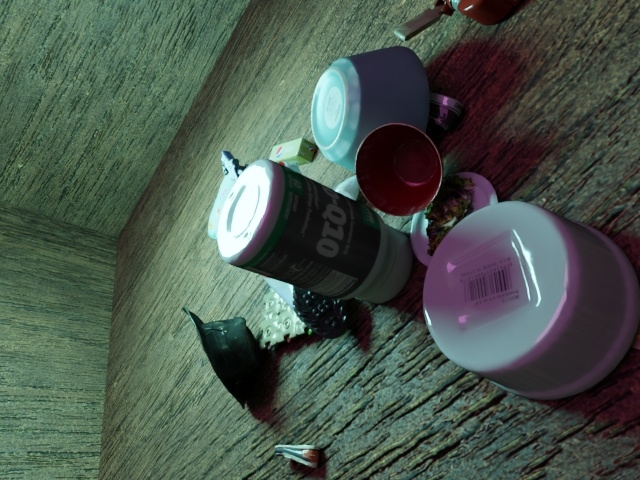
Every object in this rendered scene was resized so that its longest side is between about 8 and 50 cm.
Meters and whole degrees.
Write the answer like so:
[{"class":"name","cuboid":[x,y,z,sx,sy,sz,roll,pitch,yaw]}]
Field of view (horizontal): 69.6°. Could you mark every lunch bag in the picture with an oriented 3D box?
[{"class":"lunch bag","cuboid":[-0.276,-0.110,1.589,0.224,0.108,0.279,16,87,51]}]

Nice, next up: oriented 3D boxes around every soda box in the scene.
[{"class":"soda box","cuboid":[-0.092,-0.276,1.472,0.181,0.058,0.061,1,73,55]}]

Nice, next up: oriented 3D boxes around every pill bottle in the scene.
[{"class":"pill bottle","cuboid":[0.000,0.000,0.911,0.204,0.361,0.204,-31,49,43]}]

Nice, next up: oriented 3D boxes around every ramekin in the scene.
[{"class":"ramekin","cuboid":[0.281,0.077,0.669,0.277,0.135,0.277,-36,43,42]}]

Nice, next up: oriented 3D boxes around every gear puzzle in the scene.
[{"class":"gear puzzle","cuboid":[-0.037,0.164,1.166,0.339,0.044,0.175,-29,48,40]}]

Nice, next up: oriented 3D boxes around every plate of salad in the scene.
[{"class":"plate of salad","cuboid":[0.243,-0.042,0.880,0.200,0.048,0.199,-32,48,43]}]

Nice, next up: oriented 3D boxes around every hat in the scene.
[{"class":"hat","cuboid":[-0.244,0.283,1.259,0.134,0.331,0.331,-32,32,-13]}]

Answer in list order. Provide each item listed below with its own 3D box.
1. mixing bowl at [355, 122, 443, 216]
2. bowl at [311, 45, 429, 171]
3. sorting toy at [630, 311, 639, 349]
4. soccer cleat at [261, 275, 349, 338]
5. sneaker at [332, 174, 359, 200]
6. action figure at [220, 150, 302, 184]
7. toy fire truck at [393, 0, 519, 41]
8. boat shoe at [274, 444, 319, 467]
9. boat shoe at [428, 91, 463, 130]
[{"class":"mixing bowl","cuboid":[0.171,-0.146,0.919,0.181,0.098,0.181,13,114,31]},{"class":"bowl","cuboid":[0.085,-0.289,1.047,0.311,0.163,0.311,178,90,-65]},{"class":"sorting toy","cuboid":[0.414,0.098,0.592,0.062,0.012,0.083,17,86,57]},{"class":"soccer cleat","cuboid":[-0.046,0.117,1.084,0.108,0.116,0.318,-41,60,-14]},{"class":"sneaker","cuboid":[0.040,-0.099,1.187,0.212,0.080,0.094,-32,21,52]},{"class":"action figure","cuboid":[-0.147,-0.099,1.270,0.341,0.178,0.330,56,136,21]},{"class":"toy fire truck","cuboid":[0.300,-0.526,1.003,0.246,0.158,0.217,-61,33,31]},{"class":"boat shoe","cuboid":[-0.054,0.470,1.006,0.137,0.049,0.043,-22,57,42]},{"class":"boat shoe","cuboid":[0.217,-0.294,1.032,0.219,0.078,0.070,38,102,54]}]
